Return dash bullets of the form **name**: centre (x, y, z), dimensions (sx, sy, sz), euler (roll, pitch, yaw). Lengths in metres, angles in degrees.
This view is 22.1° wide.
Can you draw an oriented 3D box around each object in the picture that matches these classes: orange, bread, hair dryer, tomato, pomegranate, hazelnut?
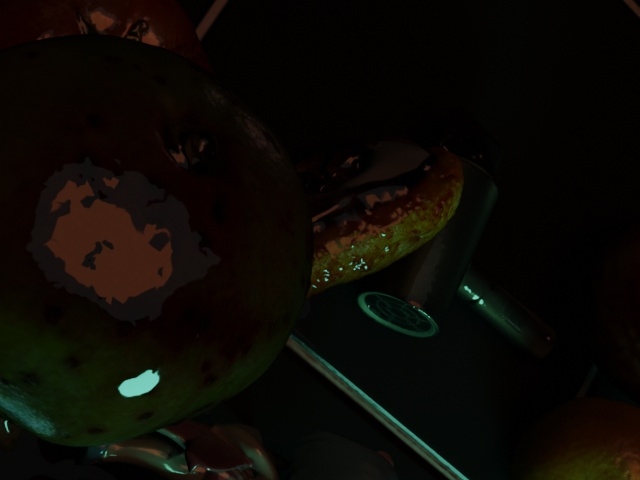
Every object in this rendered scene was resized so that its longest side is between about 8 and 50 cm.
- **orange**: centre (0.243, 0.215, 1.444), dimensions (0.136, 0.159, 0.159), euler (1, 83, -73)
- **bread**: centre (-0.002, -0.004, 1.315), dimensions (0.269, 0.139, 0.095), euler (-35, 125, -22)
- **hair dryer**: centre (0.158, 0.029, 1.458), dimensions (0.248, 0.078, 0.196), euler (41, 65, -33)
- **tomato**: centre (-0.169, -0.115, 1.249), dimensions (0.225, 0.085, 0.225), euler (3, 84, -29)
- **pomegranate**: centre (-0.159, 0.006, 1.116), dimensions (0.290, 0.323, 0.291), euler (6, 74, -22)
- **hazelnut**: centre (0.339, 0.081, 1.497), dimensions (0.212, 0.181, 0.181), euler (15, 83, -4)

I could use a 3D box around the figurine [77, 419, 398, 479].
- **figurine**: centre (-0.058, 0.210, 1.238), dimensions (0.260, 0.103, 0.205), euler (13, 55, -18)
